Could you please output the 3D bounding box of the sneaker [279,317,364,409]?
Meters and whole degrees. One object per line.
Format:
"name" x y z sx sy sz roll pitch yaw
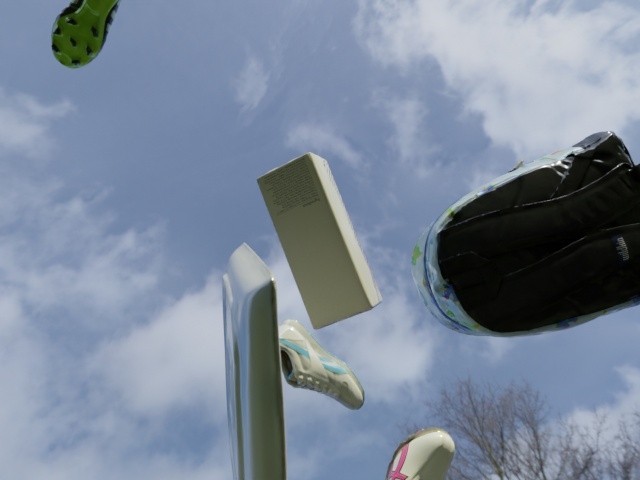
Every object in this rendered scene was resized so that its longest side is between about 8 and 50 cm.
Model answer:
"sneaker" -0.014 0.263 0.937 0.228 0.092 0.087 40 -40 6

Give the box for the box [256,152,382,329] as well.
"box" 0.000 0.000 0.803 0.113 0.094 0.275 -22 -97 17

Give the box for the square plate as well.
"square plate" -0.097 0.191 0.624 0.049 0.344 0.347 -3 -84 -14

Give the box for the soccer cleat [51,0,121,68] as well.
"soccer cleat" -0.277 -0.288 0.585 0.060 0.072 0.179 36 -55 -21

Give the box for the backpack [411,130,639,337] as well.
"backpack" 0.328 0.023 0.761 0.355 0.273 0.290 -22 -94 -22

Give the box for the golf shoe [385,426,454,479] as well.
"golf shoe" 0.100 0.305 0.543 0.067 0.086 0.186 35 -89 -12
